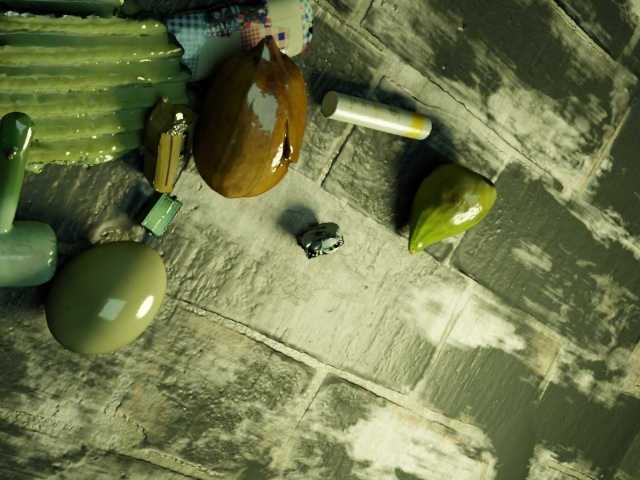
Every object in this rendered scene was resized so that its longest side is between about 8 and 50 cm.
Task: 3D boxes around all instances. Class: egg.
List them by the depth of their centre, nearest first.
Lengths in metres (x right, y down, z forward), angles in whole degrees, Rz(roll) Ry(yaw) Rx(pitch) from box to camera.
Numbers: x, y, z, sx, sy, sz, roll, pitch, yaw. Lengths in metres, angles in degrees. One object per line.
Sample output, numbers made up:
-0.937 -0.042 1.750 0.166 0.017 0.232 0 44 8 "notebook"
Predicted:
-0.390 0.101 1.777 0.242 0.186 0.186 -43 127 -15 "egg"

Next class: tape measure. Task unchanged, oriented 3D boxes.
0.002 -0.001 2.069 0.094 0.091 0.054 -21 114 -6 "tape measure"

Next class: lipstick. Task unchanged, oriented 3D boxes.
0.121 -0.264 2.060 0.264 0.059 0.059 8 104 -37 "lipstick"

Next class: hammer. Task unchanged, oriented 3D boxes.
-0.524 -0.064 1.618 0.206 0.119 0.335 -3 129 -35 "hammer"

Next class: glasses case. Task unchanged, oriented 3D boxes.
-0.157 -0.382 1.811 0.327 0.076 0.125 -20 120 -26 "glasses case"

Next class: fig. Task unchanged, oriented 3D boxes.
0.281 -0.086 2.199 0.234 0.167 0.167 -24 129 19 "fig"

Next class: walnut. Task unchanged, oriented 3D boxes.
-0.124 -0.226 1.784 0.209 0.209 0.336 -10 136 -31 "walnut"

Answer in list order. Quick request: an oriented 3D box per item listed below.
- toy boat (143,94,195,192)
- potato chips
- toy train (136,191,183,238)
-0.274 -0.171 1.770 0.088 0.068 0.226 -28 154 -29 "toy boat"
-0.409 -0.269 1.633 0.429 0.070 0.358 -8 131 -35 "potato chips"
-0.310 -0.053 1.864 0.056 0.038 0.093 38 85 -36 "toy train"
